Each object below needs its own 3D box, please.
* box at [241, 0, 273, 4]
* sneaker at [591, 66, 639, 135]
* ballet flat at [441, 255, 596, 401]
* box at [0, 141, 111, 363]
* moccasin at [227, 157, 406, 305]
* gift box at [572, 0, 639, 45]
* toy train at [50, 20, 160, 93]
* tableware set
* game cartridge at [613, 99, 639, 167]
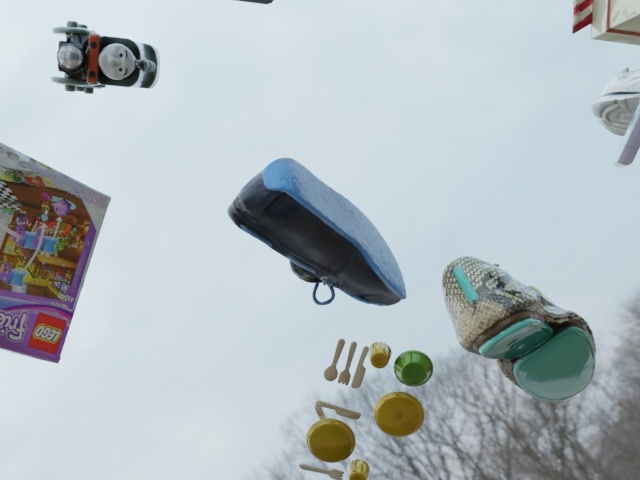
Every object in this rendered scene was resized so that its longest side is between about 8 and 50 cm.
[{"bbox_3d":[-0.169,-0.415,1.063,0.233,0.183,0.059,-5,-17,-34],"label":"box"},{"bbox_3d":[0.469,-0.195,1.044,0.094,0.235,0.090,-51,-56,-19],"label":"sneaker"},{"bbox_3d":[0.322,0.128,1.304,0.164,0.182,0.483,-36,-34,15],"label":"ballet flat"},{"bbox_3d":[-0.366,-0.007,0.818,0.293,0.057,0.200,32,-113,-49],"label":"box"},{"bbox_3d":[0.000,0.000,1.138,0.117,0.137,0.342,-31,-47,19],"label":"moccasin"},{"bbox_3d":[0.522,-0.384,1.136,0.255,0.276,0.258,9,-2,-11],"label":"gift box"},{"bbox_3d":[-0.446,-0.378,1.701,0.334,0.190,0.142,-115,30,-80],"label":"toy train"},{"bbox_3d":[0.045,0.166,0.776,0.024,0.104,0.154,-69,-5,-74],"label":"tableware set"},{"bbox_3d":[0.310,-0.111,0.788,0.083,0.017,0.056,-69,-16,8],"label":"game cartridge"}]
